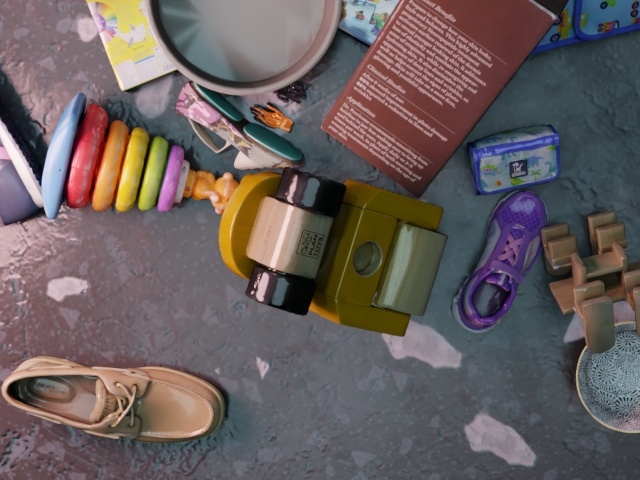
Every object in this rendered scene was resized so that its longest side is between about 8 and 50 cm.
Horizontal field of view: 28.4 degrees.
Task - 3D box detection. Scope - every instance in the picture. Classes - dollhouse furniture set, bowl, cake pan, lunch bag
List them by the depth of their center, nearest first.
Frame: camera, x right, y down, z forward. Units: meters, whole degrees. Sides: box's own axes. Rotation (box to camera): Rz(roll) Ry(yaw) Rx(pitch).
[{"bbox_3d":[0.377,-0.406,1.855,0.293,0.138,0.221,-9,124,-6],"label":"lunch bag"},{"bbox_3d":[0.467,0.075,1.869,0.242,0.212,0.161,-14,122,-1],"label":"dollhouse furniture set"},{"bbox_3d":[-0.115,-0.361,1.879,0.293,0.054,0.293,-1,94,-7],"label":"cake pan"},{"bbox_3d":[0.287,-0.124,1.884,0.128,0.151,0.096,-12,79,3],"label":"lunch bag"},{"bbox_3d":[0.469,0.203,1.932,0.170,0.080,0.170,0,93,2],"label":"bowl"}]

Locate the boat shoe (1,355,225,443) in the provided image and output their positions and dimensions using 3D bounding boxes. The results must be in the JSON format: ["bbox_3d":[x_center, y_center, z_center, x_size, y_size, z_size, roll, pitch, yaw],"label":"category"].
[{"bbox_3d":[-0.320,0.256,1.961,0.341,0.110,0.122,6,93,3],"label":"boat shoe"}]

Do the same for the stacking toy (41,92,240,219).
[{"bbox_3d":[-0.261,-0.103,1.932,0.301,0.166,0.175,13,109,-9],"label":"stacking toy"}]

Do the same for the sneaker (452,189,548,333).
[{"bbox_3d":[0.280,0.036,1.922,0.095,0.104,0.236,25,93,3],"label":"sneaker"}]

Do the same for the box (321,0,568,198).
[{"bbox_3d":[0.176,-0.262,1.797,0.191,0.143,0.381,36,134,0],"label":"box"}]

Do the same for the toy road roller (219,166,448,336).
[{"bbox_3d":[0.000,0.000,1.886,0.329,0.240,0.203,15,94,-35],"label":"toy road roller"}]

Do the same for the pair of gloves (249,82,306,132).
[{"bbox_3d":[-0.066,-0.215,1.973,0.074,0.010,0.083,26,92,3],"label":"pair of gloves"}]

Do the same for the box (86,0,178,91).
[{"bbox_3d":[-0.291,-0.331,1.963,0.105,0.043,0.179,-21,94,4],"label":"box"}]

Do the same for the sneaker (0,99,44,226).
[{"bbox_3d":[-0.543,-0.167,1.950,0.131,0.112,0.319,-30,90,1],"label":"sneaker"}]

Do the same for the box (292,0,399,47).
[{"bbox_3d":[0.076,-0.387,1.939,0.233,0.044,0.159,29,94,1],"label":"box"}]

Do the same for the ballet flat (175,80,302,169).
[{"bbox_3d":[-0.131,-0.160,1.955,0.221,0.077,0.079,36,113,5],"label":"ballet flat"}]
